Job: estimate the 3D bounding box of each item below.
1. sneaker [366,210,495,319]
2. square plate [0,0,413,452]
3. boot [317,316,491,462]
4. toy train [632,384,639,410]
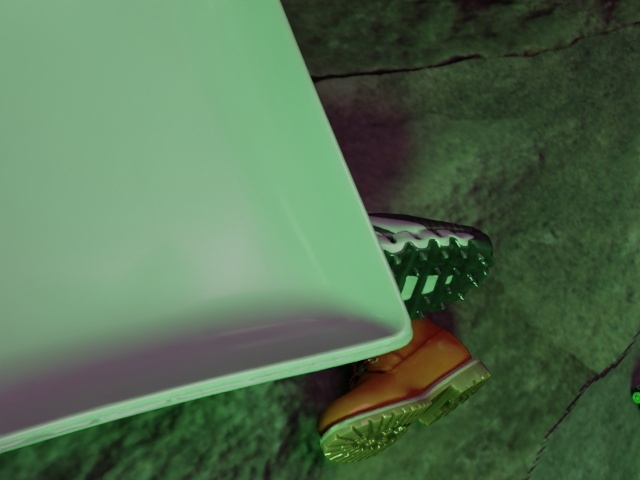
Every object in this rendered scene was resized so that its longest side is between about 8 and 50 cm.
[{"bbox_3d":[0.000,0.000,0.801,0.234,0.078,0.106,-7,49,-24],"label":"sneaker"},{"bbox_3d":[-0.161,-0.056,0.686,0.344,0.049,0.347,-13,70,-25],"label":"square plate"},{"bbox_3d":[0.038,0.088,0.816,0.084,0.059,0.158,52,36,14],"label":"boot"},{"bbox_3d":[0.275,0.150,0.993,0.017,0.024,0.083,-11,69,-45],"label":"toy train"}]
